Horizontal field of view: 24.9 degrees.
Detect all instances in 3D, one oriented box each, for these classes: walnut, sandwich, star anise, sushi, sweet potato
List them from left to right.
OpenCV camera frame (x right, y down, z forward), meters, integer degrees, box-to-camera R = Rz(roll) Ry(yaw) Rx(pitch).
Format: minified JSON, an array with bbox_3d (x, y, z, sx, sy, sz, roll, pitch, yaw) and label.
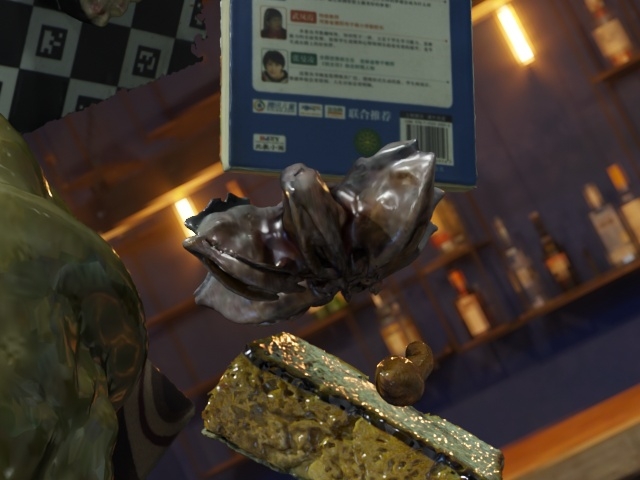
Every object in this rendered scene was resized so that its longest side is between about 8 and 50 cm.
[{"bbox_3d":[-0.220,0.059,0.702,0.253,0.282,0.277,-39,-31,-10],"label":"walnut"},{"bbox_3d":[-0.177,-0.227,1.091,0.050,0.290,0.264,21,36,40],"label":"sushi"},{"bbox_3d":[0.000,0.000,1.074,0.229,0.093,0.236,-24,-14,17],"label":"star anise"},{"bbox_3d":[0.041,0.186,1.377,0.095,0.273,0.249,-63,-9,6],"label":"sandwich"},{"bbox_3d":[0.059,0.100,1.074,0.044,0.044,0.179,-28,-5,8],"label":"sweet potato"}]

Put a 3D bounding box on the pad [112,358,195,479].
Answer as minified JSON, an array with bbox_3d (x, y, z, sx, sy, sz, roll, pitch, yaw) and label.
[{"bbox_3d":[-0.285,0.218,1.472,0.004,0.220,0.330,-23,26,53],"label":"pad"}]

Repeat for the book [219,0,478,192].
[{"bbox_3d":[0.034,-0.273,1.661,0.300,0.428,0.039,4,-14,-16],"label":"book"}]
